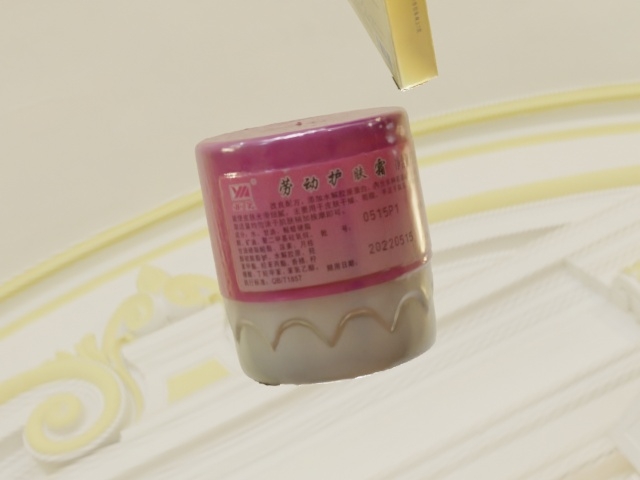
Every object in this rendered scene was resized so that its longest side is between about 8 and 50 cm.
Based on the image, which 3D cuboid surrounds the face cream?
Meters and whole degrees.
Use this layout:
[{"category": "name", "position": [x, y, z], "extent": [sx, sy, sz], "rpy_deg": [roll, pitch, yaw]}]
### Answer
[{"category": "face cream", "position": [0.000, 0.000, 0.859], "extent": [0.175, 0.175, 0.194], "rpy_deg": [-13, -81, -16]}]

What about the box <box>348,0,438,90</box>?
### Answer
[{"category": "box", "position": [0.017, -0.134, 0.422], "extent": [0.020, 0.073, 0.149], "rpy_deg": [-22, -39, -2]}]
